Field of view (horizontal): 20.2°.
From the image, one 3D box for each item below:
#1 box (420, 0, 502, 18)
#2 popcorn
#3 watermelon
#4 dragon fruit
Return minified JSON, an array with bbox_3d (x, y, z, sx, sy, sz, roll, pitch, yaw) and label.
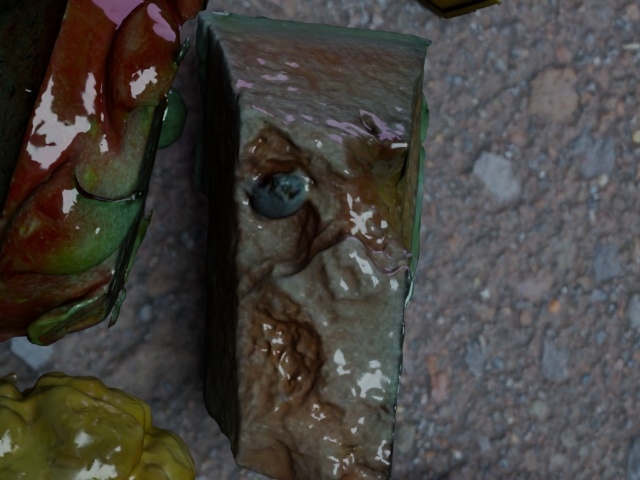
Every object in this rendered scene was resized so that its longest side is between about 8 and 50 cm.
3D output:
[{"bbox_3d":[0.096,-0.336,1.265,0.193,0.084,0.301,32,75,-24],"label":"box"},{"bbox_3d":[-0.165,0.198,1.054,0.250,0.190,0.250,-2,76,9],"label":"popcorn"},{"bbox_3d":[-0.014,-0.003,1.128,0.151,0.302,0.264,5,104,4],"label":"watermelon"},{"bbox_3d":[-0.147,-0.059,1.049,0.130,0.295,0.268,12,98,-2],"label":"dragon fruit"}]
